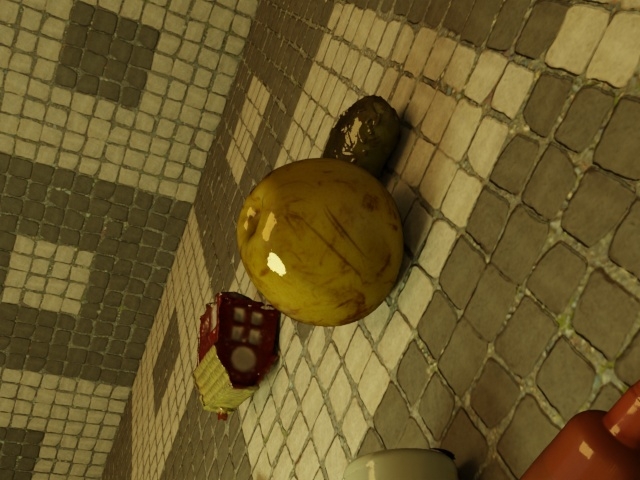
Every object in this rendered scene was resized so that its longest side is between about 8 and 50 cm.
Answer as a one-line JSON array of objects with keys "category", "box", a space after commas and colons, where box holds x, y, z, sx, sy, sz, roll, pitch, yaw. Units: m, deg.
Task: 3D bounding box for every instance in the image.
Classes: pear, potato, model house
[{"category": "pear", "box": [0.000, 0.000, 1.071, 0.281, 0.281, 0.280, -165, 90, -69]}, {"category": "potato", "box": [0.061, -0.156, 1.221, 0.251, 0.113, 0.149, -53, 34, 40]}, {"category": "model house", "box": [-0.199, 0.276, 1.524, 0.196, 0.160, 0.253, 133, 143, -51]}]

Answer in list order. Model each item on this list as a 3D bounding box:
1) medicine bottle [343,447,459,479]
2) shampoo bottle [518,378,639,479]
[{"category": "medicine bottle", "box": [0.101, 0.377, 0.733, 0.143, 0.143, 0.258, 127, 150, -44]}, {"category": "shampoo bottle", "box": [0.239, 0.211, 0.589, 0.244, 0.085, 0.085, -62, 25, 27]}]
